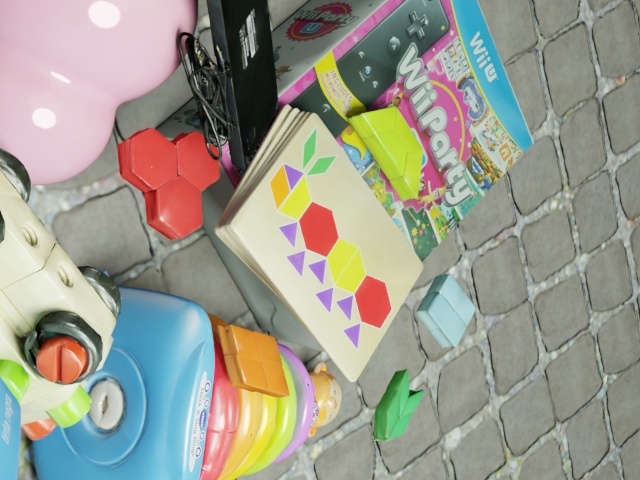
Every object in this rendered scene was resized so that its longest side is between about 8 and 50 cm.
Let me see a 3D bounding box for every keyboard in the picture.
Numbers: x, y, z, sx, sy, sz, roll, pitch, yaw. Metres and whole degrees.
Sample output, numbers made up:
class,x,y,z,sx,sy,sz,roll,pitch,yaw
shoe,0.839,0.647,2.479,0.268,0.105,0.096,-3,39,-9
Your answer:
class,x,y,z,sx,sy,sz,roll,pitch,yaw
keyboard,-0.067,-0.133,0.919,0.192,0.038,0.100,84,25,-47

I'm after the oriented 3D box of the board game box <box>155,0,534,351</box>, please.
class,x,y,z,sx,sy,sz,roll,pitch,yaw
board game box,0.032,-0.087,1.184,0.303,0.097,0.224,-45,125,-27

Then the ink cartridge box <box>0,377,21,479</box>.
class,x,y,z,sx,sy,sz,roll,pitch,yaw
ink cartridge box,-0.380,0.045,0.695,0.285,0.166,0.395,-27,116,4

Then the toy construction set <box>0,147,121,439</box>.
class,x,y,z,sx,sy,sz,roll,pitch,yaw
toy construction set,-0.258,0.036,0.887,0.327,0.215,0.151,49,25,-37

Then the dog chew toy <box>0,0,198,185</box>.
class,x,y,z,sx,sy,sz,roll,pitch,yaw
dog chew toy,-0.161,-0.187,0.930,0.206,0.206,0.332,25,89,-42

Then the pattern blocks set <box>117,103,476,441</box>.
class,x,y,z,sx,sy,sz,roll,pitch,yaw
pattern blocks set,0.000,0.000,1.053,0.285,0.026,0.325,-47,115,-40

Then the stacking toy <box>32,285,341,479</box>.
class,x,y,z,sx,sy,sz,roll,pitch,yaw
stacking toy,-0.072,0.135,1.117,0.302,0.166,0.175,10,88,-54
